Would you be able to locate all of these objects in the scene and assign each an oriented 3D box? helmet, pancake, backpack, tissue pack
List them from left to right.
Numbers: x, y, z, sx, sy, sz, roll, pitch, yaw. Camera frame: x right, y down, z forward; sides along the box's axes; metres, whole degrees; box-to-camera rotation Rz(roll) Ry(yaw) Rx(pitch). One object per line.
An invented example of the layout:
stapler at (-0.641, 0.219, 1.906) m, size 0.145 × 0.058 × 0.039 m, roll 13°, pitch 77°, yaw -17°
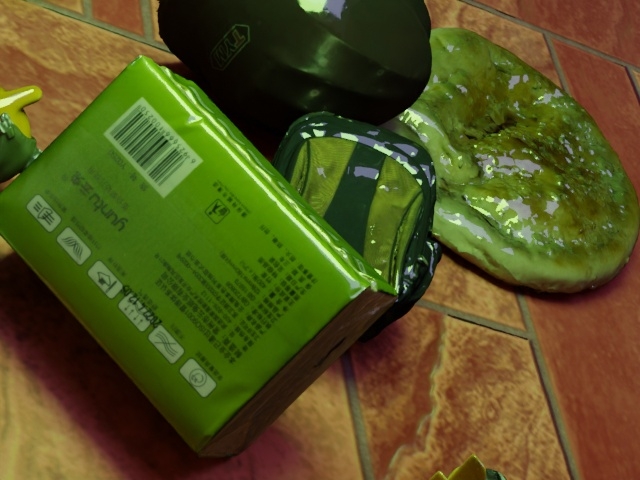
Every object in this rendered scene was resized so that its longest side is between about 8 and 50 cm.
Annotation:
tissue pack at (-0.106, 0.016, 1.551) m, size 0.275 × 0.200 × 0.167 m, roll 46°, pitch 5°, yaw 12°
helmet at (-0.010, -0.196, 1.913) m, size 0.305 × 0.225 × 0.177 m, roll -11°, pitch 69°, yaw -40°
backpack at (0.022, -0.025, 1.792) m, size 0.206 × 0.133 × 0.258 m, roll 24°, pitch 50°, yaw -7°
pancake at (0.210, -0.095, 2.101) m, size 0.387 × 0.082 × 0.387 m, roll 23°, pitch 40°, yaw -21°

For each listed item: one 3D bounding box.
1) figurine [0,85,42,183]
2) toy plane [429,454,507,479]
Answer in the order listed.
figurine at (-0.336, -0.074, 1.592) m, size 0.250 × 0.166 × 0.141 m, roll -55°, pitch 131°, yaw -32°
toy plane at (0.171, 0.335, 1.554) m, size 0.204 × 0.103 × 0.316 m, roll -18°, pitch 68°, yaw -48°
